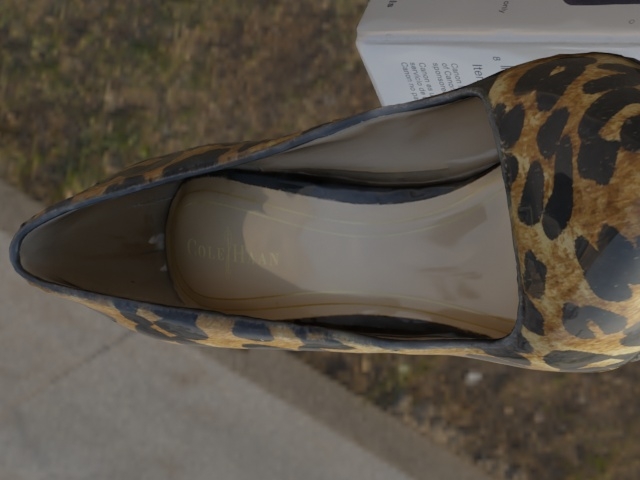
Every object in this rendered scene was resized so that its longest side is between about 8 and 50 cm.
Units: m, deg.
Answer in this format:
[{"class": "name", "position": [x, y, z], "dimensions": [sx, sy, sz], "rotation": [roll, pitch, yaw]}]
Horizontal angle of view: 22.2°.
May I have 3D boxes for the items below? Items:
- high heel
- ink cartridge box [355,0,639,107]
[{"class": "high heel", "position": [0.000, 0.000, 0.494], "dimensions": [0.186, 0.093, 0.261], "rotation": [-4, 178, -11]}, {"class": "ink cartridge box", "position": [0.158, -0.056, 0.686], "dimensions": [0.237, 0.100, 0.172], "rotation": [5, 143, 27]}]
